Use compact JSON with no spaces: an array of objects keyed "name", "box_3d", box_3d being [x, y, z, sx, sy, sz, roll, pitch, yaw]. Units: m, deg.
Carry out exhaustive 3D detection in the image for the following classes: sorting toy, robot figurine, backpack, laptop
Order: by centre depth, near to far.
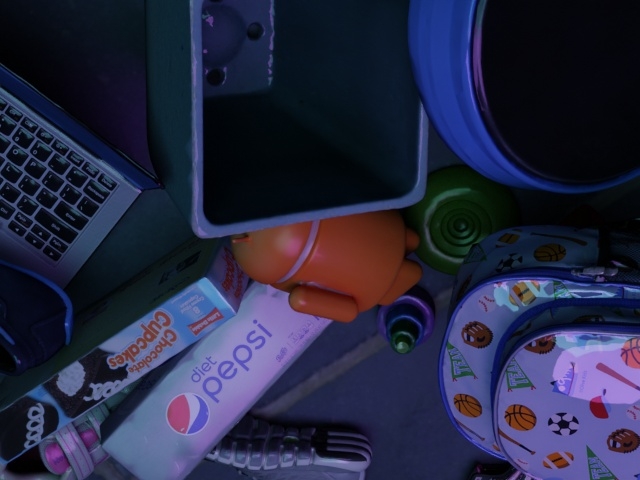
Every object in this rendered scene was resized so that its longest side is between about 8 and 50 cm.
[{"name":"backpack","box_3d":[0.242,0.111,1.569,0.263,0.213,0.276,9,116,13]},{"name":"laptop","box_3d":[-0.389,-0.085,1.705,0.382,0.236,0.408,37,119,-9]},{"name":"robot figurine","box_3d":[0.000,-0.001,1.735,0.219,0.128,0.158,19,88,-28]},{"name":"sorting toy","box_3d":[0.161,-0.021,1.765,0.127,0.126,0.365,28,111,-6]}]

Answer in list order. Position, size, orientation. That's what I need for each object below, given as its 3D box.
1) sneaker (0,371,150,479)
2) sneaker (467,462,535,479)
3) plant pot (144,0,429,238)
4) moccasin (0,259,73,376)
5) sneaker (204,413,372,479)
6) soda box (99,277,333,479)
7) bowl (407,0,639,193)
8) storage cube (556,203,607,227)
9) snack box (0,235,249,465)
[{"name":"sneaker","box_3d":[-0.272,0.224,1.913,0.252,0.111,0.103,-28,107,15]},{"name":"sneaker","box_3d":[0.190,0.298,1.931,0.178,0.072,0.077,-38,92,10]},{"name":"plant pot","box_3d":[-0.057,-0.175,1.642,0.247,0.252,0.247,-9,115,-24]},{"name":"moccasin","box_3d":[-0.434,0.055,1.790,0.342,0.117,0.137,11,125,21]},{"name":"sneaker","box_3d":[-0.058,0.278,1.931,0.229,0.086,0.132,7,120,6]},{"name":"soda box","box_3d":[-0.113,0.142,1.832,0.098,0.091,0.286,42,91,-12]},{"name":"bowl","box_3d":[0.263,-0.225,1.581,0.391,0.077,0.391,-15,119,-29]},{"name":"storage cube","box_3d":[0.278,0.111,1.771,0.184,0.193,0.215,-41,104,19]},{"name":"snack box","box_3d":[-0.219,0.105,1.820,0.322,0.187,0.060,-33,105,17]}]
